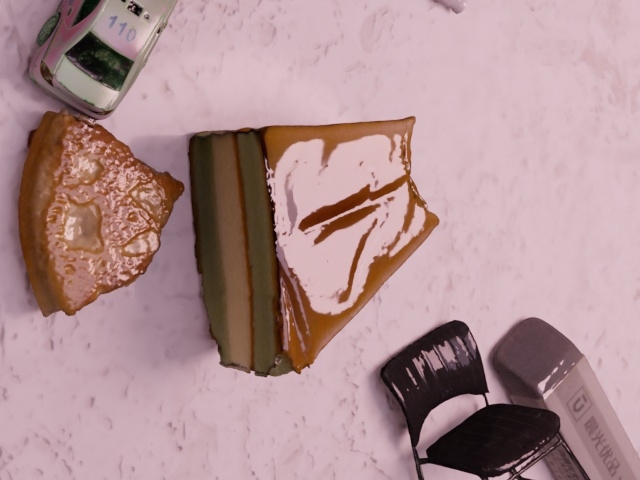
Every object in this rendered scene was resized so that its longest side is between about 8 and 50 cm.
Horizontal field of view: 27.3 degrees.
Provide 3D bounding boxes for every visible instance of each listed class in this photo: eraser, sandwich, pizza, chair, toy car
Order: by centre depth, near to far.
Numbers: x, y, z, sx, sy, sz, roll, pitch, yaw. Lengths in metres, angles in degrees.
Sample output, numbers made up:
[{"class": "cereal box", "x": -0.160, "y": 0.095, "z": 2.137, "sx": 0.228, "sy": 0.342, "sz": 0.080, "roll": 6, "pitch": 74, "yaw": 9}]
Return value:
[{"class": "toy car", "x": -0.175, "y": -0.220, "z": 1.192, "sx": 0.090, "sy": 0.076, "sz": 0.224, "roll": 33, "pitch": 74, "yaw": -28}, {"class": "pizza", "x": -0.199, "y": -0.033, "z": 1.198, "sx": 0.161, "sy": 0.062, "sz": 0.182, "roll": -13, "pitch": 94, "yaw": -25}, {"class": "sandwich", "x": 0.000, "y": 0.000, "z": 1.267, "sx": 0.198, "sy": 0.155, "sz": 0.227, "roll": -7, "pitch": 96, "yaw": -33}, {"class": "chair", "x": 0.175, "y": 0.209, "z": 1.399, "sx": 0.140, "sy": 0.145, "sz": 0.221, "roll": -30, "pitch": 106, "yaw": -30}, {"class": "eraser", "x": 0.313, "y": 0.245, "z": 1.540, "sx": 0.089, "sy": 0.061, "sz": 0.352, "roll": -42, "pitch": 114, "yaw": -25}]

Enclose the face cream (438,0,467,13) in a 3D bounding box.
[{"class": "face cream", "x": 0.109, "y": -0.286, "z": 1.400, "sx": 0.130, "sy": 0.034, "sz": 0.034, "roll": 34, "pitch": 74, "yaw": -31}]
